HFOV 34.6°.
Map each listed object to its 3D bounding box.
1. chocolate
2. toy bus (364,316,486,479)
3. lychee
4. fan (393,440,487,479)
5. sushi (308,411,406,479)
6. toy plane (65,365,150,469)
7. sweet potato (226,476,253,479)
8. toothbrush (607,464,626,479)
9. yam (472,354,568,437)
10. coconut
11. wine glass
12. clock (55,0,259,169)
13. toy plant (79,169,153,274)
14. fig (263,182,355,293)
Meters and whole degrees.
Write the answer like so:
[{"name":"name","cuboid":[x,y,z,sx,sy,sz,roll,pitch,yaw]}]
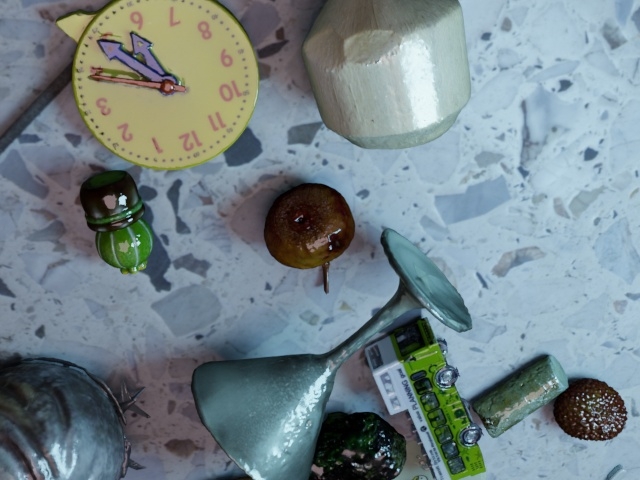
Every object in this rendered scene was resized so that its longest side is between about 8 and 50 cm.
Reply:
[{"name":"chocolate","cuboid":[-0.470,0.356,1.638,0.303,0.213,0.303,1,100,5]},{"name":"toy bus","cuboid":[0.194,0.293,1.821,0.139,0.113,0.301,-22,116,4]},{"name":"lychee","cuboid":[0.493,0.308,1.872,0.123,0.129,0.123,-4,96,-42]},{"name":"fan","cuboid":[0.165,0.546,1.981,0.233,0.012,0.414,21,107,-13]},{"name":"sushi","cuboid":[0.035,0.385,1.810,0.225,0.124,0.127,-30,116,25]},{"name":"toy plane","cuboid":[-0.396,0.320,1.762,0.226,0.058,0.226,-33,99,6]},{"name":"sweet potato","cuboid":[-0.209,0.521,1.849,0.337,0.131,0.131,-27,115,5]},{"name":"toothbrush","cuboid":[0.507,0.544,2.036,0.019,0.025,0.275,34,107,-16]},{"name":"yam","cuboid":[0.365,0.282,1.861,0.179,0.078,0.078,-34,115,7]},{"name":"coconut","cuboid":[0.093,-0.271,1.485,0.237,0.237,0.266,-14,120,-3]},{"name":"wine glass","cuboid":[0.024,0.186,1.633,0.406,0.267,0.267,-42,114,18]},{"name":"clock","cuboid":[-0.230,-0.240,1.530,0.277,0.071,0.293,-28,116,3]},{"name":"toy plant","cuboid":[-0.313,-0.023,1.603,0.093,0.093,0.162,-14,115,-3]},{"name":"fig","cuboid":[0.000,0.000,1.670,0.146,0.133,0.201,-14,148,16]}]
